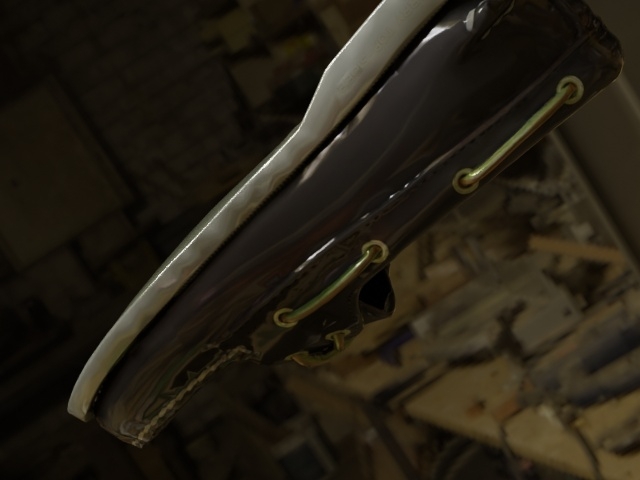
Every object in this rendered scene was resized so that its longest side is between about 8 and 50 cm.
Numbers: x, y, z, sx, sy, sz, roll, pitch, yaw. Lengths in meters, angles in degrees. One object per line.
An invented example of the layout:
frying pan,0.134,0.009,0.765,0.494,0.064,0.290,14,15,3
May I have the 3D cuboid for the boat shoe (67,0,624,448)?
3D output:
boat shoe,0.000,0.000,0.463,0.227,0.069,0.081,-48,2,26
